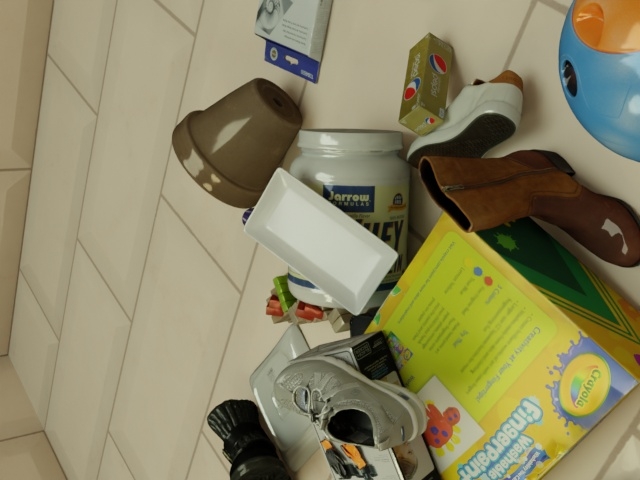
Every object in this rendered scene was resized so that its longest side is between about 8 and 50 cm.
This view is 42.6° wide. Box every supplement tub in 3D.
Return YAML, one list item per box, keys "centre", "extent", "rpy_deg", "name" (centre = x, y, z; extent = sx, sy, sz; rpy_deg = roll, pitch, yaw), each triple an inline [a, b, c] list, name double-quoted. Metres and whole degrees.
- centre: [0.054, -0.050, 1.584]
  extent: [0.235, 0.235, 0.324]
  rpy_deg: [14, 106, 51]
  name: "supplement tub"

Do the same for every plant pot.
- centre: [-0.165, -0.239, 1.865]
  extent: [0.229, 0.263, 0.263]
  rpy_deg: [-41, 62, 26]
  name: "plant pot"

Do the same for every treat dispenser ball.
- centre: [0.443, -0.233, 1.012]
  extent: [0.288, 0.288, 0.288]
  rpy_deg: [11, 104, 51]
  name: "treat dispenser ball"

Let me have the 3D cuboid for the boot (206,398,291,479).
- centre: [-0.181, 0.486, 1.953]
  extent: [0.260, 0.131, 0.348]
  rpy_deg: [60, 171, 26]
  name: "boot"

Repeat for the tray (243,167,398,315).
- centre: [0.000, 0.000, 1.468]
  extent: [0.270, 0.030, 0.145]
  rpy_deg: [37, 110, 13]
  name: "tray"

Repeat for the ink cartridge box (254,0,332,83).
- centre: [-0.067, -0.486, 1.830]
  extent: [0.223, 0.045, 0.224]
  rpy_deg: [33, 121, 45]
  name: "ink cartridge box"

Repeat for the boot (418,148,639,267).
- centre: [0.316, -0.046, 1.207]
  extent: [0.264, 0.280, 0.096]
  rpy_deg: [58, 136, 29]
  name: "boot"

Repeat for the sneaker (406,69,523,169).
- centre: [0.260, -0.203, 1.436]
  extent: [0.290, 0.106, 0.123]
  rpy_deg: [-27, 38, 59]
  name: "sneaker"

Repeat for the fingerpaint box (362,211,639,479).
- centre: [0.273, 0.203, 1.344]
  extent: [0.371, 0.163, 0.444]
  rpy_deg: [45, 130, 21]
  name: "fingerpaint box"

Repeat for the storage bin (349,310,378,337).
- centre: [0.131, 0.236, 1.653]
  extent: [0.122, 0.084, 0.180]
  rpy_deg: [2, 96, 52]
  name: "storage bin"

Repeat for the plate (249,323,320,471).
- centre: [-0.076, 0.384, 1.975]
  extent: [0.277, 0.045, 0.278]
  rpy_deg: [-54, 54, 42]
  name: "plate"

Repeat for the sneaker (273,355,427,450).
- centre: [0.021, 0.253, 1.271]
  extent: [0.281, 0.115, 0.105]
  rpy_deg: [4, 108, 41]
  name: "sneaker"

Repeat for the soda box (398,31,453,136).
- centre: [0.187, -0.278, 1.454]
  extent: [0.061, 0.058, 0.181]
  rpy_deg: [-34, 36, 49]
  name: "soda box"

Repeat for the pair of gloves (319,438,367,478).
- centre: [0.036, 0.358, 1.371]
  extent: [0.083, 0.010, 0.074]
  rpy_deg: [-42, 76, 44]
  name: "pair of gloves"

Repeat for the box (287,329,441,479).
- centre: [0.074, 0.312, 1.389]
  extent: [0.169, 0.087, 0.290]
  rpy_deg: [-22, 90, 45]
  name: "box"

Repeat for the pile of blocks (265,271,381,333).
- centre: [-0.025, 0.123, 1.814]
  extent: [0.362, 0.113, 0.148]
  rpy_deg: [-2, 94, 52]
  name: "pile of blocks"

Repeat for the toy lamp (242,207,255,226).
- centre: [-0.088, -0.019, 1.906]
  extent: [0.275, 0.080, 0.080]
  rpy_deg: [23, 113, 46]
  name: "toy lamp"
